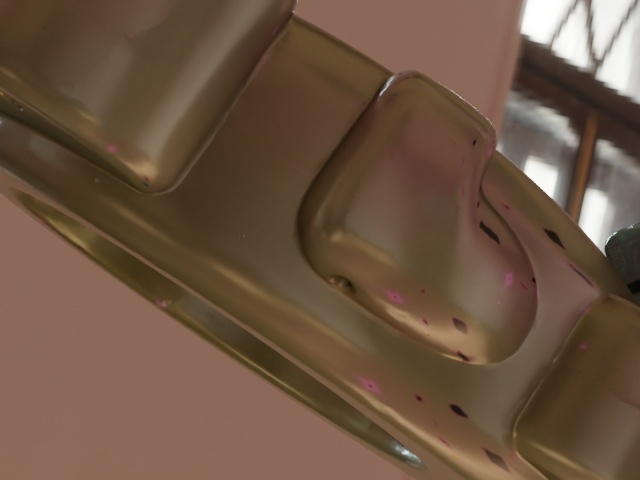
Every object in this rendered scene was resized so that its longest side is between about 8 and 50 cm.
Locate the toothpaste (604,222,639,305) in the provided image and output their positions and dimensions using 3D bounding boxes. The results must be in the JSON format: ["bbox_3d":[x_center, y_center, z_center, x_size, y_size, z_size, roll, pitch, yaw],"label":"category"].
[{"bbox_3d":[0.191,-0.011,0.610,0.197,0.048,0.029,-27,-5,42],"label":"toothpaste"}]

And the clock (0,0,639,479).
[{"bbox_3d":[0.000,0.000,0.640,0.309,0.114,0.284,35,-10,-4],"label":"clock"}]
